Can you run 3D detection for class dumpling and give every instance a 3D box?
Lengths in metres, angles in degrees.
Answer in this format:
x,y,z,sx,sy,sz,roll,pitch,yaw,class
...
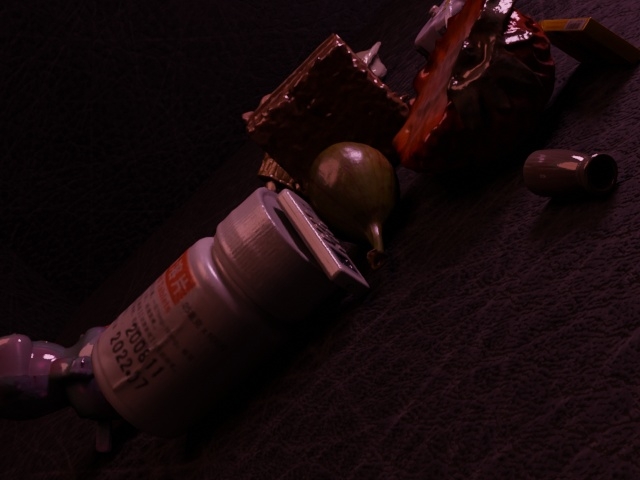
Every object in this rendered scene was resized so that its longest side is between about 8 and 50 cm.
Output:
x,y,z,sx,sy,sz,roll,pitch,yaw,class
0.116,-0.457,2.096,0.136,0.118,0.199,-111,44,-76,dumpling

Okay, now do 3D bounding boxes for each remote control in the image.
x,y,z,sx,sy,sz,roll,pitch,yaw,class
0.000,0.000,1.098,0.029,0.087,0.190,-43,52,9,remote control

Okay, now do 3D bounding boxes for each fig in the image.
x,y,z,sx,sy,sz,roll,pitch,yaw,class
0.077,-0.044,1.153,0.151,0.151,0.259,-44,40,7,fig

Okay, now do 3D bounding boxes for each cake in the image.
x,y,z,sx,sy,sz,roll,pitch,yaw,class
0.023,-0.238,1.503,0.282,0.255,0.290,-42,20,11,cake

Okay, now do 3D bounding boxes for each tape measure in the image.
x,y,z,sx,sy,sz,roll,pitch,yaw,class
0.319,-0.499,1.628,0.236,0.120,0.197,-53,10,-5,tape measure

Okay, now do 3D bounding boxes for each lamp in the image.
x,y,z,sx,sy,sz,roll,pitch,yaw,class
-0.469,0.287,1.475,0.247,0.301,0.248,119,149,-67,lamp

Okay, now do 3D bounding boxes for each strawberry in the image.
x,y,z,sx,sy,sz,roll,pitch,yaw,class
0.219,-0.200,1.111,0.336,0.149,0.265,151,139,-77,strawberry

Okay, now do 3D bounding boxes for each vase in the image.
x,y,z,sx,sy,sz,roll,pitch,yaw,class
0.264,-0.071,0.811,0.053,0.053,0.100,-49,19,-10,vase

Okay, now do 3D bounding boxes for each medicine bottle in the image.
x,y,z,sx,sy,sz,roll,pitch,yaw,class
-0.156,0.112,1.170,0.371,0.211,0.211,-43,15,12,medicine bottle

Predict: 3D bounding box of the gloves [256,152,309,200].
x,y,z,sx,sy,sz,roll,pitch,yaw,class
-0.024,-0.233,1.808,0.356,0.155,0.203,-57,14,-25,gloves

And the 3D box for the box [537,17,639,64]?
x,y,z,sx,sy,sz,roll,pitch,yaw,class
0.348,-0.263,1.008,0.023,0.086,0.155,-63,13,10,box
